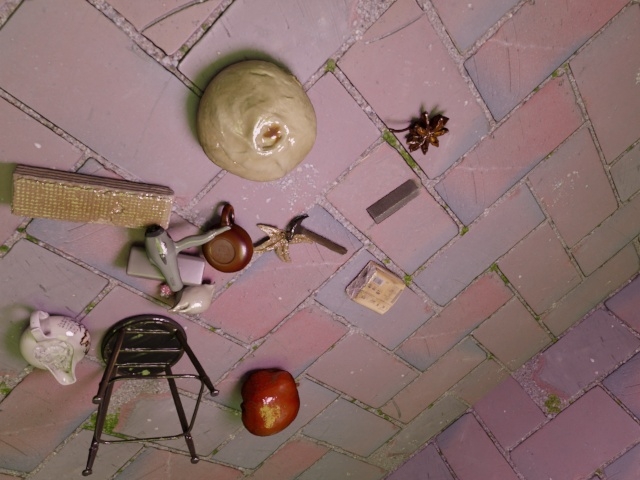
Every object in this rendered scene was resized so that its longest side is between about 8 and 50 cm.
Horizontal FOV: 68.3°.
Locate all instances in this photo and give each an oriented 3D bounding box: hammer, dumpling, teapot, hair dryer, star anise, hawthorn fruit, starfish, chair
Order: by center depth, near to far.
[{"bbox_3d":[-0.419,0.057,1.510,0.268,0.092,0.229,-2,119,-21],"label":"hair dryer"},{"bbox_3d":[-0.887,0.339,1.560,0.209,0.165,0.299,-9,137,-4],"label":"teapot"},{"bbox_3d":[-0.310,-0.002,1.603,0.179,0.135,0.251,4,106,7],"label":"teapot"},{"bbox_3d":[-0.599,0.500,1.631,0.365,0.410,0.361,5,120,-27],"label":"chair"},{"bbox_3d":[0.356,-0.390,1.639,0.177,0.073,0.234,-41,147,18],"label":"star anise"},{"bbox_3d":[-0.458,0.214,1.671,0.181,0.111,0.155,-3,158,-26],"label":"dumpling"},{"bbox_3d":[-0.146,0.021,1.729,0.248,0.050,0.138,17,115,-31],"label":"starfish"},{"bbox_3d":[-0.001,0.000,1.779,0.297,0.027,0.125,28,88,-40],"label":"hammer"},{"bbox_3d":[-0.212,0.687,2.044,0.300,0.275,0.275,-18,130,-32],"label":"hawthorn fruit"}]

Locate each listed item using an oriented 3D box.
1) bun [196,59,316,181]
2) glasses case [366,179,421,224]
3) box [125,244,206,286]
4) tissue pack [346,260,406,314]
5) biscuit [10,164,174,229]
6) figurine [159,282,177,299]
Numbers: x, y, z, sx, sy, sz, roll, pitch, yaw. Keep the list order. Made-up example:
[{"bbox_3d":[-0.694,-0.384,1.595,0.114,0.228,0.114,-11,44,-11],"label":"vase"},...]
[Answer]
[{"bbox_3d":[-0.172,-0.325,1.373,0.365,0.202,0.363,-13,126,-18],"label":"bun"},{"bbox_3d":[0.279,-0.145,1.789,0.205,0.070,0.047,-34,134,1],"label":"glasses case"},{"bbox_3d":[-0.512,0.087,1.571,0.244,0.055,0.103,12,88,-23],"label":"box"},{"bbox_3d":[0.241,0.206,2.010,0.222,0.090,0.186,27,107,-38],"label":"tissue pack"},{"bbox_3d":[-0.654,-0.113,1.385,0.427,0.078,0.143,6,122,-27],"label":"biscuit"},{"bbox_3d":[-0.513,0.154,1.651,0.072,0.054,0.129,30,108,-19],"label":"figurine"}]
